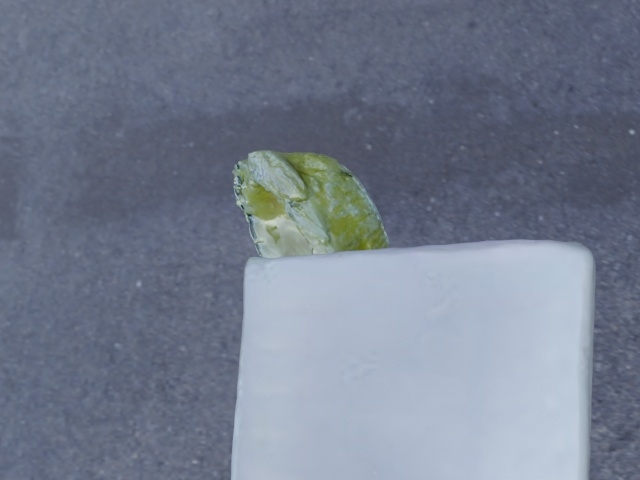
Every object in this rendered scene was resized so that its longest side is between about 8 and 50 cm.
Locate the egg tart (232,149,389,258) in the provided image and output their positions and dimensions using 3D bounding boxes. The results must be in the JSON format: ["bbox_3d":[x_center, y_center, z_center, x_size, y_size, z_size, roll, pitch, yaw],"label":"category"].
[{"bbox_3d":[0.000,0.000,0.958,0.078,0.197,0.197,-28,52,-16],"label":"egg tart"}]

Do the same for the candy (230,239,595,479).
[{"bbox_3d":[0.054,0.180,0.640,0.208,0.145,0.358,0,70,10],"label":"candy"}]
